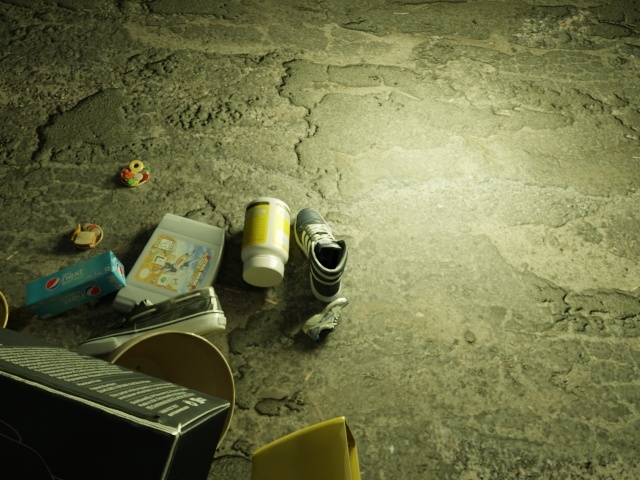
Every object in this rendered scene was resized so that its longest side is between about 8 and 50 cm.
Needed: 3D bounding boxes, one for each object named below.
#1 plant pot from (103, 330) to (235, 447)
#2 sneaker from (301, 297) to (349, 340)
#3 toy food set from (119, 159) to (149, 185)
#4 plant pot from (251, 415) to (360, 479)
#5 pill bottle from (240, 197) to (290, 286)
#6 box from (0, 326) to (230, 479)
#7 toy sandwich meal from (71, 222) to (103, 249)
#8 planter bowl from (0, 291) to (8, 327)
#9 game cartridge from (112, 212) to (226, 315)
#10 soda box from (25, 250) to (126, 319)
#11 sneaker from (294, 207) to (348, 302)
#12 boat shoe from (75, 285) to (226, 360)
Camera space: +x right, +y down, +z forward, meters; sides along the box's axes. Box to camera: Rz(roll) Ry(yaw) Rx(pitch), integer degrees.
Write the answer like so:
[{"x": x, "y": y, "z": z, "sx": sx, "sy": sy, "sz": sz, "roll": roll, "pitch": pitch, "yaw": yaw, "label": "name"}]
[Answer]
[{"x": -0.343, "y": 0.313, "z": 1.048, "sx": 0.191, "sy": 0.284, "sz": 0.284, "roll": -2, "pitch": 40, "yaw": 51, "label": "plant pot"}, {"x": 0.021, "y": 0.193, "z": 1.269, "sx": 0.135, "sy": 0.052, "sz": 0.058, "roll": -36, "pitch": 75, "yaw": -16, "label": "sneaker"}, {"x": -0.528, "y": -0.188, "z": 1.493, "sx": 0.083, "sy": 0.020, "sz": 0.083, "roll": 37, "pitch": 61, "yaw": 19, "label": "toy food set"}, {"x": -0.022, "y": 0.476, "z": 0.989, "sx": 0.187, "sy": 0.212, "sz": 0.212, "roll": -10, "pitch": 57, "yaw": 4, "label": "plant pot"}, {"x": -0.140, "y": 0.004, "z": 1.336, "sx": 0.119, "sy": 0.119, "sz": 0.208, "roll": 3, "pitch": 56, "yaw": -2, "label": "pill bottle"}, {"x": -0.443, "y": 0.398, "z": 0.722, "sx": 0.472, "sy": 0.297, "sz": 0.479, "roll": 17, "pitch": 81, "yaw": 5, "label": "box"}, {"x": -0.609, "y": -0.013, "z": 1.365, "sx": 0.086, "sy": 0.029, "sz": 0.085, "roll": 2, "pitch": 56, "yaw": -3, "label": "toy sandwich meal"}, {"x": -0.795, "y": 0.204, "z": 1.169, "sx": 0.217, "sy": 0.090, "sz": 0.217, "roll": 2, "pitch": 57, "yaw": -3, "label": "planter bowl"}, {"x": -0.358, "y": 0.072, "z": 1.315, "sx": 0.198, "sy": 0.062, "sz": 0.297, "roll": 13, "pitch": 56, "yaw": 10, "label": "game cartridge"}, {"x": -0.574, "y": 0.106, "z": 1.236, "sx": 0.210, "sy": 0.067, "sz": 0.071, "roll": -22, "pitch": 50, "yaw": -4, "label": "soda box"}, {"x": 0.000, "y": 0.000, "z": 1.327, "sx": 0.099, "sy": 0.153, "sz": 0.282, "roll": -9, "pitch": 57, "yaw": -11, "label": "sneaker"}, {"x": -0.377, "y": 0.190, "z": 1.173, "sx": 0.335, "sy": 0.121, "sz": 0.119, "roll": -14, "pitch": 66, "yaw": -2, "label": "boat shoe"}]
